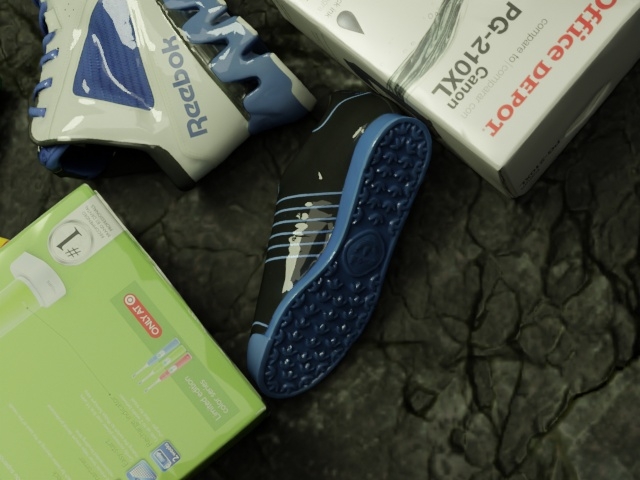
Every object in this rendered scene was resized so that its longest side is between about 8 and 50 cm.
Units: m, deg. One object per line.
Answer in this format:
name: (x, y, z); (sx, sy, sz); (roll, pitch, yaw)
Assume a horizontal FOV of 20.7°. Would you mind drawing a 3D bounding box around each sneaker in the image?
sneaker: (0.000, 0.000, 1.290); (0.090, 0.081, 0.232); (36, 101, 50)
sneaker: (-0.174, -0.150, 1.322); (0.182, 0.127, 0.315); (-45, 76, -2)

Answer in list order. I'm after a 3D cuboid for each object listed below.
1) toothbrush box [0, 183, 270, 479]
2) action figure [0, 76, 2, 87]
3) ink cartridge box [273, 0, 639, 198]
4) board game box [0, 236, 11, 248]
toothbrush box: (-0.207, 0.130, 1.247); (0.283, 0.122, 0.206); (-39, 84, -6)
action figure: (-0.313, -0.035, 1.345); (0.063, 0.137, 0.232); (26, 76, 27)
ink cartridge box: (0.103, -0.172, 1.284); (0.237, 0.100, 0.172); (40, 89, 16)
board game box: (-0.261, 0.126, 1.335); (0.124, 0.039, 0.259); (15, 80, 12)
